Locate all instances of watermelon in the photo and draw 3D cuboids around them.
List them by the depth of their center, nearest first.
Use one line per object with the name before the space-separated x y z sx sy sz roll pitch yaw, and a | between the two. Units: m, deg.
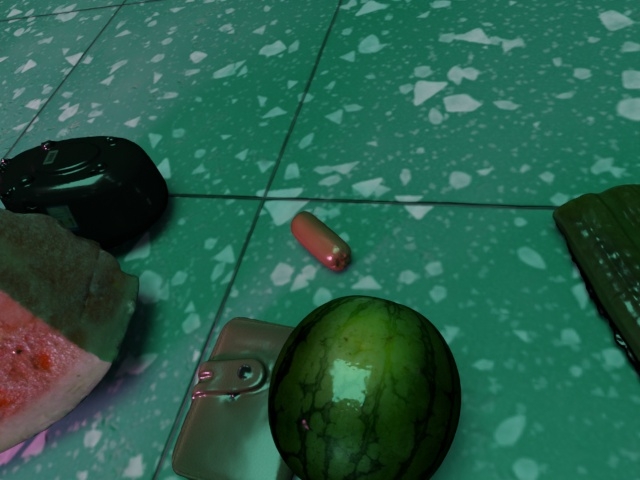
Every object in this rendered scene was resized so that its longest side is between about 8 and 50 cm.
watermelon | 0.024 0.133 0.371 0.141 0.140 0.187 15 71 27
watermelon | -0.339 0.091 0.460 0.284 0.292 0.250 -8 75 10

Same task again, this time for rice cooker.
rice cooker | -0.296 -0.057 0.624 0.203 0.118 0.142 -9 45 1

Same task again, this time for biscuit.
biscuit | 0.290 0.079 0.386 0.099 0.038 0.322 -16 52 3

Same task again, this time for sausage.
sausage | 0.000 0.000 0.541 0.034 0.034 0.083 -40 54 -12

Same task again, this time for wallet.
wallet | -0.061 0.144 0.456 0.118 0.038 0.152 6 59 19
